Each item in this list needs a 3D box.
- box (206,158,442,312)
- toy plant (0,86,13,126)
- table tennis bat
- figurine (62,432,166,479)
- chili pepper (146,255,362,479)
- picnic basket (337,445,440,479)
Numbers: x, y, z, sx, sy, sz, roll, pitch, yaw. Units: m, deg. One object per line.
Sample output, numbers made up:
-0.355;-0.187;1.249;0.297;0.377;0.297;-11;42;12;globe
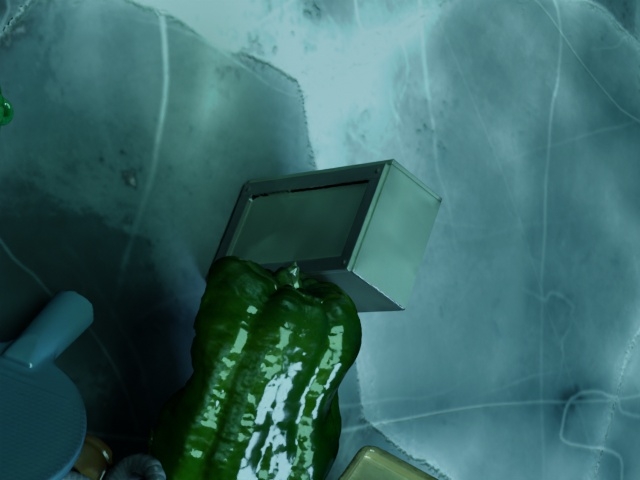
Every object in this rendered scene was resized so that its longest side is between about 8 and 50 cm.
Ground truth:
0.000;0.000;1.693;0.086;0.225;0.129;36;63;-34;box
-0.351;-0.143;1.470;0.200;0.105;0.143;1;73;-60;toy plant
-0.295;0.138;1.447;0.329;0.215;0.044;-51;156;-55;table tennis bat
-0.320;0.298;1.393;0.382;0.261;0.186;-50;150;-54;figurine
-0.072;0.205;1.571;0.213;0.167;0.385;-6;117;-75;chili pepper
0.055;0.386;1.643;0.313;0.228;0.175;-46;161;-58;picnic basket
